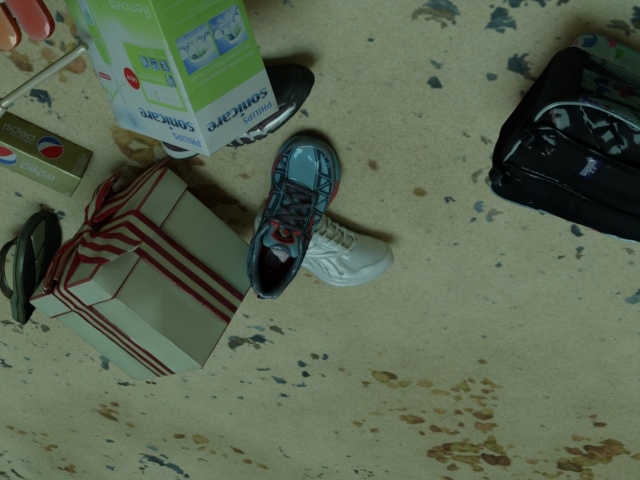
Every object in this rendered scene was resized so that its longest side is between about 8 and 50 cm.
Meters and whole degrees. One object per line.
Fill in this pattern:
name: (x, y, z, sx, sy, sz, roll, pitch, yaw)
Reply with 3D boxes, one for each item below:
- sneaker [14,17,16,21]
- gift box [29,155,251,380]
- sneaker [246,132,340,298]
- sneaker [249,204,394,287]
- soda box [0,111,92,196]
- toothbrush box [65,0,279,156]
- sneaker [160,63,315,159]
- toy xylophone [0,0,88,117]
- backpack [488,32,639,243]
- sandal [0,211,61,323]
sneaker: (-0.437, -0.291, 1.595, 0.031, 0.035, 0.083, 18, 144, -4)
gift box: (-0.262, 0.038, 1.777, 0.258, 0.255, 0.276, 41, 143, -21)
sneaker: (-0.039, -0.026, 1.679, 0.104, 0.125, 0.261, 15, 114, -4)
sneaker: (0.000, 0.000, 1.792, 0.232, 0.090, 0.115, 9, 140, 7)
soda box: (-0.451, -0.139, 1.785, 0.181, 0.058, 0.061, 26, 142, -14)
toothbrush box: (-0.191, -0.263, 1.355, 0.206, 0.122, 0.283, 22, 141, 45)
sneaker: (-0.155, -0.207, 1.556, 0.281, 0.106, 0.162, -17, 130, 37)
toy xylophone: (-0.412, -0.272, 1.368, 0.323, 0.081, 0.236, -32, 99, 34)
backpack: (0.361, -0.115, 1.422, 0.254, 0.191, 0.225, 25, 146, -2)
sandal: (-0.527, 0.052, 2.025, 0.086, 0.120, 0.302, 31, 143, 1)
